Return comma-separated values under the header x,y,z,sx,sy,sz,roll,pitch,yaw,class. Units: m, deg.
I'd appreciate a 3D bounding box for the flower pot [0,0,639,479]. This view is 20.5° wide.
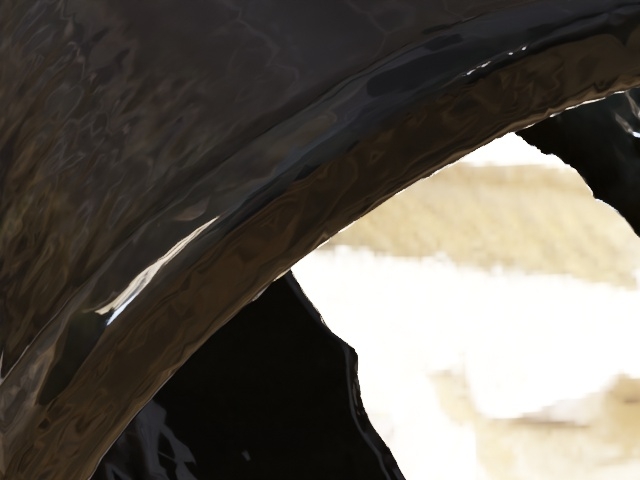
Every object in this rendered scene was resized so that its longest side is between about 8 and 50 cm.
x,y,z,sx,sy,sz,roll,pitch,yaw,class
0.000,0.000,0.632,0.379,0.251,0.379,-20,142,-17,flower pot
